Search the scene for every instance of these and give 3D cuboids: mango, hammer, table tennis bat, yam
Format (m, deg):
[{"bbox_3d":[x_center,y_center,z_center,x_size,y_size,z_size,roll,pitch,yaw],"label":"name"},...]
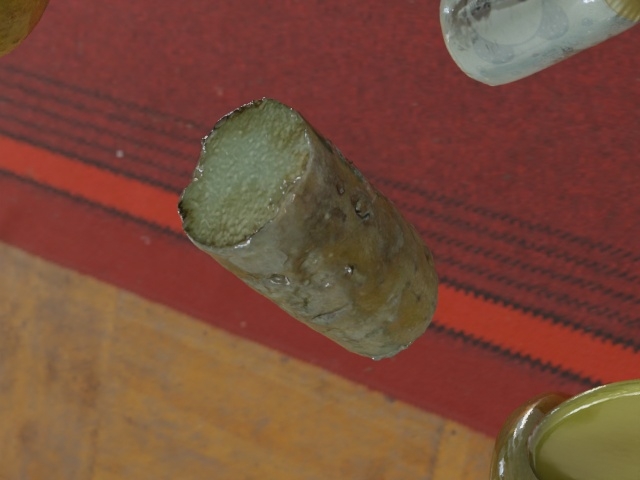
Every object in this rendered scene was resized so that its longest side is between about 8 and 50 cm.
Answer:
[{"bbox_3d":[0.239,0.279,1.439,0.129,0.146,0.289,-31,37,43],"label":"mango"},{"bbox_3d":[0.163,-0.300,1.208,0.202,0.113,0.305,-21,85,43],"label":"hammer"},{"bbox_3d":[0.373,0.209,1.305,0.224,0.369,0.054,116,165,-48],"label":"table tennis bat"},{"bbox_3d":[0.000,0.000,0.939,0.107,0.194,0.107,-18,54,27],"label":"yam"}]

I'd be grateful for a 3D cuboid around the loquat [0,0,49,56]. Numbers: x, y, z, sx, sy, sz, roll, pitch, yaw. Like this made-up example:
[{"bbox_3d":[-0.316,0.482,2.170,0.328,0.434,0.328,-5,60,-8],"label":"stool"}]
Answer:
[{"bbox_3d":[-0.267,-0.205,0.887,0.213,0.213,0.213,3,96,34],"label":"loquat"}]
